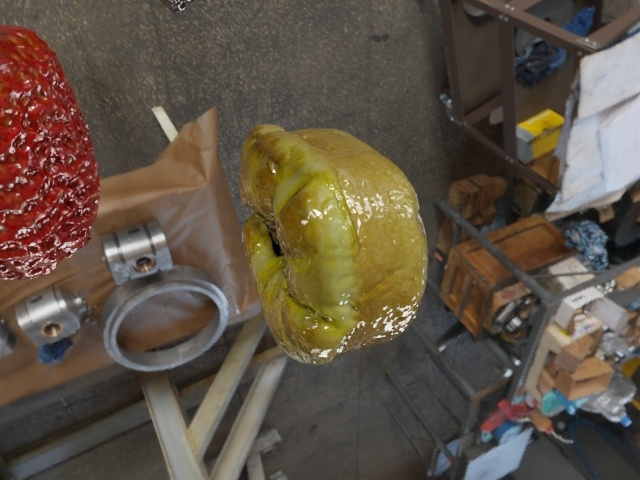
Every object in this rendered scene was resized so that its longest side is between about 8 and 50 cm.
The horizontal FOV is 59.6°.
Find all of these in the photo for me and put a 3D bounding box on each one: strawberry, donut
[{"bbox_3d":[-0.409,-0.094,0.655,0.312,0.267,0.351,-25,165,-38],"label":"strawberry"},{"bbox_3d":[0.000,0.000,0.545,0.128,0.261,0.208,-7,122,-17],"label":"donut"}]

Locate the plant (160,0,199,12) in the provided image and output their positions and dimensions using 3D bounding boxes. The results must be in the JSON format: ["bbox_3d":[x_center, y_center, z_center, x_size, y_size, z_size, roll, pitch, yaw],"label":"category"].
[{"bbox_3d":[-0.223,-0.440,0.863,0.129,0.194,0.132,-36,98,2],"label":"plant"}]
